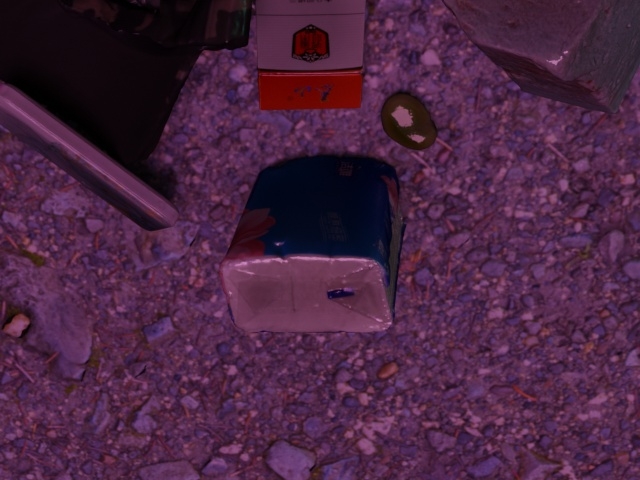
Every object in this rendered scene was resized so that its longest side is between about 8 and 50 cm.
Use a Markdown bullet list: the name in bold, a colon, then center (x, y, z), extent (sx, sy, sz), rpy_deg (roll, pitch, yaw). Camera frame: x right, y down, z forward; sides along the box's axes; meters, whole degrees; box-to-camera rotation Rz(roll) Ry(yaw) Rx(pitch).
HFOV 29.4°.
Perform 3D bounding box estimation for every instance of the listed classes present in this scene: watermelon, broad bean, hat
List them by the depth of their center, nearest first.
- **watermelon**: center (0.256, -0.275, 1.396), extent (0.387, 0.258, 0.228), rpy_deg (41, 118, -21)
- **hat**: center (-0.244, -0.298, 1.515), extent (0.366, 0.257, 0.382), rpy_deg (37, 156, 4)
- **broad bean**: center (0.115, -0.154, 1.601), extent (0.083, 0.045, 0.063), rpy_deg (44, 113, -9)

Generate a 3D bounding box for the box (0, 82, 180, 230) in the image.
- **box**: center (-0.316, -0.106, 1.622), extent (0.285, 0.142, 0.044), rpy_deg (38, 74, -15)

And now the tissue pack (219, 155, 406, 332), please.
- **tissue pack**: center (0.000, 0.000, 1.568), extent (0.209, 0.270, 0.137), rpy_deg (1, 118, 8)

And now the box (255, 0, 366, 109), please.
- **box**: center (-0.013, -0.260, 1.505), extent (0.139, 0.035, 0.245), rpy_deg (-1, 138, -3)

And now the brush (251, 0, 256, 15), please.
- **brush**: center (-0.075, -0.297, 1.528), extent (0.297, 0.060, 0.068), rpy_deg (-22, 117, 16)
